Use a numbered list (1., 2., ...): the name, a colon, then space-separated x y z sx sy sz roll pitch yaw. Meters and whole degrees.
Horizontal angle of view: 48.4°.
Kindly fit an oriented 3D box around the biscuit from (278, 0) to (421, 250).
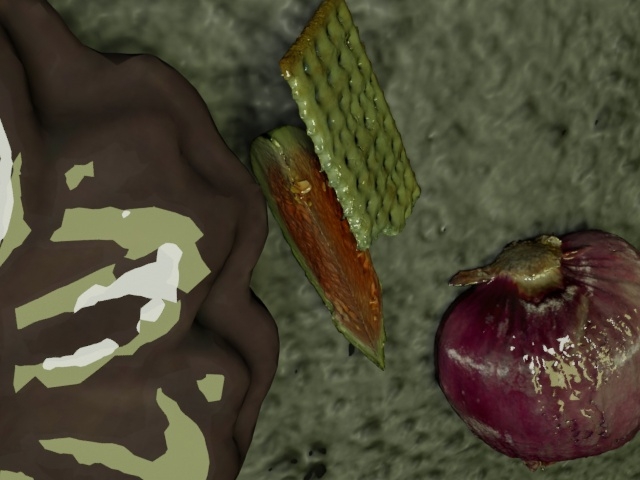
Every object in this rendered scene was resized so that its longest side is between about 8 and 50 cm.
1. biscuit: 0.030 -0.079 0.552 0.203 0.016 0.144 64 33 -31

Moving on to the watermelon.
1. watermelon: 0.006 -0.002 0.567 0.063 0.119 0.245 -25 125 -3

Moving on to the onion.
1. onion: 0.281 0.165 0.773 0.267 0.159 0.348 -28 122 -11

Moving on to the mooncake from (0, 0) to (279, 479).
1. mooncake: -0.206 0.041 0.385 0.381 0.212 0.350 29 89 -23
